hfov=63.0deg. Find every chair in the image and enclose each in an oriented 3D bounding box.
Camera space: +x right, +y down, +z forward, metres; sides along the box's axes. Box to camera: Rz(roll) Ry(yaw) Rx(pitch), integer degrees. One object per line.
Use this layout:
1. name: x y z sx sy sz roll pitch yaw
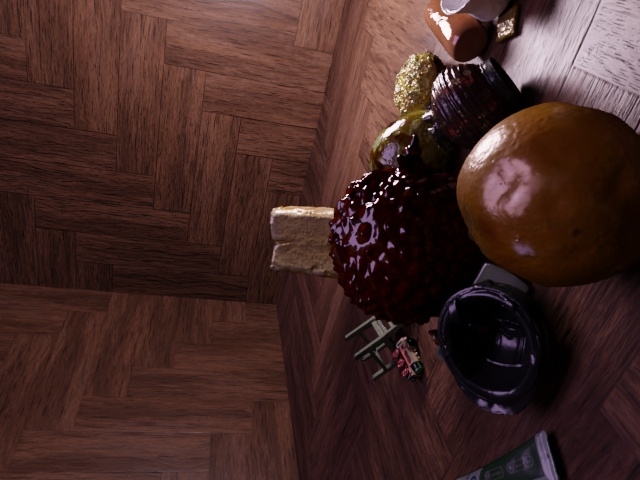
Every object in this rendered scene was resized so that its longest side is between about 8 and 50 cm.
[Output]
1. chair: 0.237 0.329 1.795 0.270 0.147 0.136 -38 25 2

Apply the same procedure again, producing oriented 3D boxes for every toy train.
1. toy train: 0.285 0.380 1.671 0.087 0.050 0.138 -55 38 29

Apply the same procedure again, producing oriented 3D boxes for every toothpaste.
1. toothpaste: 0.399 0.532 1.176 0.392 0.061 0.098 119 154 -49

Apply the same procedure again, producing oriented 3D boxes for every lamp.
1. lamp: 0.372 -0.330 1.305 0.247 0.247 0.247 -174 90 -76

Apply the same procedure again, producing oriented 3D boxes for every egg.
1. egg: 0.283 -0.267 1.613 0.289 0.238 0.238 -55 30 42

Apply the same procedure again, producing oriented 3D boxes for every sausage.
1. sausage: 0.397 -0.642 1.556 0.304 0.121 0.121 -100 22 -46

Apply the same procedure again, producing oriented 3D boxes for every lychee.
1. lychee: 0.225 -0.022 1.375 0.424 0.425 0.500 -149 63 -74

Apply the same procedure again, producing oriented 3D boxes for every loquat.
1. loquat: 0.401 -0.074 0.892 0.328 0.328 0.328 -174 90 -76

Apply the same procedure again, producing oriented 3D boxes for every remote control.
1. remote control: 0.382 0.192 1.244 0.123 0.038 0.285 35 117 27

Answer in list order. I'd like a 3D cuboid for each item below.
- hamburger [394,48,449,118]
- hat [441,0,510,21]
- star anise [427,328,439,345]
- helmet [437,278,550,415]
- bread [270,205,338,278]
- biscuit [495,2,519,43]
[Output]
1. hamburger: 0.325 -0.500 1.741 0.243 0.139 0.261 -112 33 -61
2. hat: 0.429 -0.664 1.390 0.203 0.126 0.203 -42 34 38
3. star anise: 0.380 0.257 1.355 0.144 0.158 0.140 -51 26 -4
4. helmet: 0.388 0.213 1.125 0.230 0.160 0.279 -3 102 43
5. bread: 0.000 0.000 2.146 0.371 0.390 0.279 -36 -47 -84
6. biscuit: 0.490 -0.567 1.369 0.083 0.018 0.081 -174 90 -76
